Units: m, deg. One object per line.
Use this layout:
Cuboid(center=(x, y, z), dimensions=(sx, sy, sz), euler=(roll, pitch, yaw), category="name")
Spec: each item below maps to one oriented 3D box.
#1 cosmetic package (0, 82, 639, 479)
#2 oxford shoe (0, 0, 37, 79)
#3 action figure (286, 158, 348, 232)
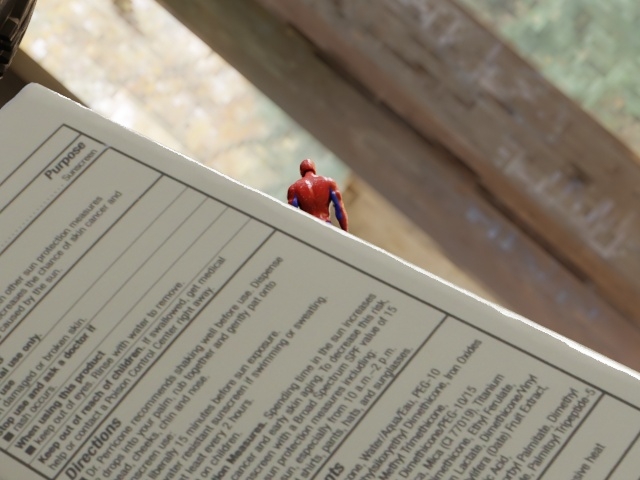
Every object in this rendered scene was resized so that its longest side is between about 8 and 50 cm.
Cuboid(center=(-0.026, 0.081, 0.654), dimensions=(0.153, 0.296, 0.129), euler=(-48, -32, -24), category="cosmetic package")
Cuboid(center=(-0.140, -0.079, 0.582), dimensions=(0.083, 0.096, 0.227), euler=(-65, 4, -37), category="oxford shoe")
Cuboid(center=(0.000, 0.000, 1.158), dimensions=(0.038, 0.115, 0.030), euler=(-10, -27, 0), category="action figure")
